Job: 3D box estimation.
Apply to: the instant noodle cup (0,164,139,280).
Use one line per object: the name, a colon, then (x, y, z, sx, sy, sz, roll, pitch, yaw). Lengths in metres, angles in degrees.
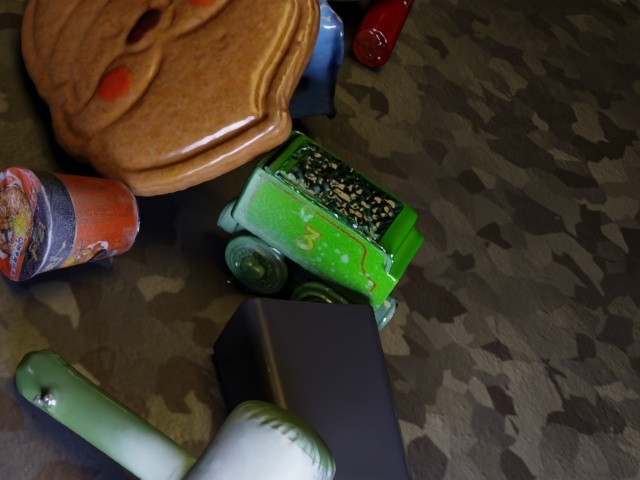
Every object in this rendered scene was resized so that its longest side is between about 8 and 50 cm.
instant noodle cup: (-0.279, -0.022, 1.282, 0.136, 0.127, 0.127, -5, 52, -48)

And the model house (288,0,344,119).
model house: (-0.137, -0.275, 1.561, 0.303, 0.215, 0.237, -13, 56, -17)

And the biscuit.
biscuit: (-0.196, -0.243, 1.421, 0.455, 0.350, 0.078, 43, -1, 32)

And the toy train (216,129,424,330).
toy train: (0.000, 0.000, 1.382, 0.243, 0.188, 0.132, 35, 42, 3)

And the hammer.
hammer: (-0.165, 0.198, 1.111, 0.335, 0.119, 0.206, 30, 78, 18)

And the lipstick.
lipstick: (0.113, -0.382, 1.937, 0.073, 0.073, 0.279, 29, 40, -6)

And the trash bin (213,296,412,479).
trash bin: (-0.005, 0.185, 1.250, 0.165, 0.115, 0.225, 6, 48, -28)
